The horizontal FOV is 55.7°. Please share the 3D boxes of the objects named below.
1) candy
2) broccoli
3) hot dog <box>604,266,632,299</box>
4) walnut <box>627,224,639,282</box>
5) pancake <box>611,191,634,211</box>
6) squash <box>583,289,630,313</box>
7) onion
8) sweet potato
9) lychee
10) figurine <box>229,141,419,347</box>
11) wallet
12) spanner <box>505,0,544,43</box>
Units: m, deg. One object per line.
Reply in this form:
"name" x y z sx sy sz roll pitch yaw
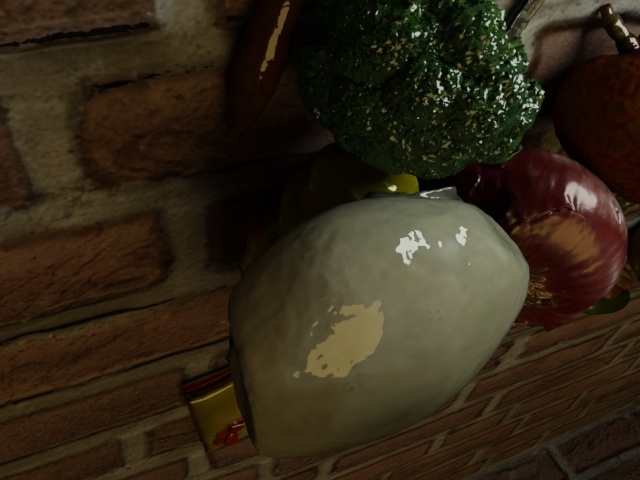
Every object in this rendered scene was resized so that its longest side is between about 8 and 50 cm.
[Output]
"candy" 0.086 0.115 0.739 0.427 0.186 0.386 -13 140 -32
"broccoli" 0.107 -0.193 0.632 0.270 0.270 0.270 34 75 -52
"hot dog" 0.707 0.089 1.509 0.102 0.076 0.249 -43 144 22
"walnut" 0.837 0.025 1.414 0.228 0.228 0.228 -19 143 -15
"pancake" 0.585 -0.098 1.207 0.254 0.037 0.253 -22 151 -13
"squash" 0.771 0.167 1.658 0.258 0.069 0.069 -1 136 -34
"onion" 0.295 -0.021 0.962 0.348 0.285 0.347 14 140 12
"sweet potato" -0.051 -0.214 0.628 0.057 0.057 0.264 1 133 -36
"lychee" 0.467 -0.191 0.870 0.255 0.300 0.255 -14 180 0
"figurine" 0.005 -0.005 0.827 0.327 0.169 0.218 -41 169 27
"wallet" -0.187 0.336 1.203 0.141 0.067 0.241 -20 143 -16
"spanner" 0.265 -0.295 0.771 0.093 0.026 0.325 2 133 -38
